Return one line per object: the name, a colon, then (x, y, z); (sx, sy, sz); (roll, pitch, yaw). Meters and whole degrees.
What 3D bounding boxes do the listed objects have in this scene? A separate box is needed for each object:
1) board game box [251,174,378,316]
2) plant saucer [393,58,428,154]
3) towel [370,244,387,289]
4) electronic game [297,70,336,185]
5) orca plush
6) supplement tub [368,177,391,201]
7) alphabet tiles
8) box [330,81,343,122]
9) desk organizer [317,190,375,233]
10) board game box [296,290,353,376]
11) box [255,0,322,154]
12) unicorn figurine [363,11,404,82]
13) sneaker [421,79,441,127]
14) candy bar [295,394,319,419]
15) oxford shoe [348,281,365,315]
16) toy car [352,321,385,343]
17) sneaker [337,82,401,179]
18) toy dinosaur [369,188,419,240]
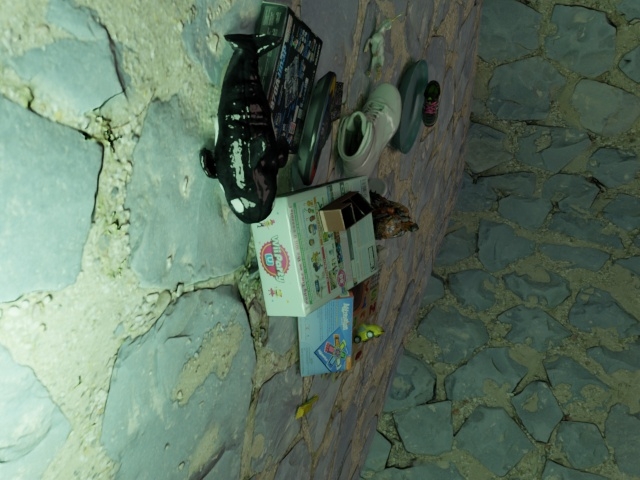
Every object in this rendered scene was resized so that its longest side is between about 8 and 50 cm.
board game box: (0.000, 0.000, 1.120); (0.303, 0.097, 0.224); (-22, 106, -56)
plant saucer: (0.303, -0.455, 1.881); (0.317, 0.043, 0.318); (15, 90, -72)
towel: (0.155, 0.193, 1.927); (0.324, 0.056, 0.313); (-36, 137, -62)
electronic game: (-0.002, -0.222, 1.107); (0.229, 0.048, 0.230); (13, 90, -89)
orca plush: (-0.087, -0.160, 0.827); (0.151, 0.102, 0.288); (7, 100, -36)
supplement tub: (0.183, -0.146, 1.729); (0.107, 0.070, 0.071); (43, 64, -68)
alphabet tiles: (0.102, 0.296, 1.811); (0.285, 0.011, 0.343); (-30, 133, -45)
box: (0.029, -0.313, 1.253); (0.067, 0.018, 0.083); (-45, 144, -56)
desk organizer: (0.053, -0.058, 1.071); (0.130, 0.050, 0.047); (-35, 116, -51)
board game box: (0.011, 0.249, 1.448); (0.027, 0.144, 0.282); (-104, -170, -51)
box: (-0.068, -0.271, 0.961); (0.175, 0.051, 0.221); (-3, 107, -70)
unicorn figurine: (0.151, -0.497, 1.416); (0.162, 0.060, 0.111); (105, 10, -59)
sneaker: (0.387, -0.485, 1.938); (0.074, 0.063, 0.171); (8, 91, -71)
candy bar: (-0.038, 0.503, 1.671); (0.161, 0.018, 0.040); (3, 105, -71)
oxford shoe: (0.059, 0.172, 1.587); (0.271, 0.096, 0.099); (-54, 146, -47)
toy car: (0.060, 0.300, 1.637); (0.225, 0.238, 0.053); (104, -31, -72)
sneaker: (0.130, -0.305, 1.409); (0.169, 0.108, 0.293); (55, 54, -70)
toy dinosaur: (0.174, -0.054, 1.547); (0.322, 0.218, 0.165); (37, 69, -70)
